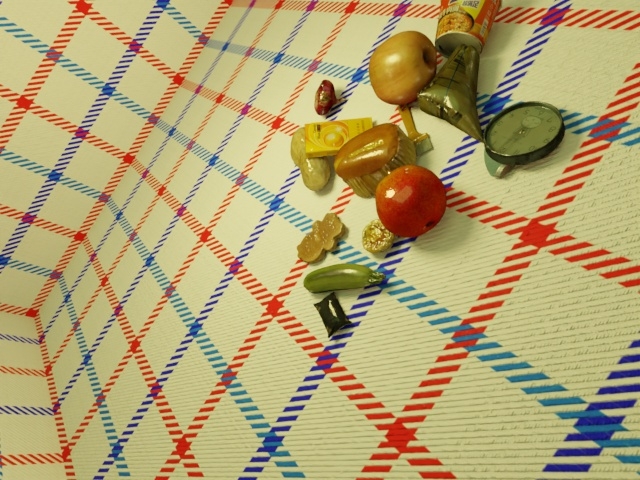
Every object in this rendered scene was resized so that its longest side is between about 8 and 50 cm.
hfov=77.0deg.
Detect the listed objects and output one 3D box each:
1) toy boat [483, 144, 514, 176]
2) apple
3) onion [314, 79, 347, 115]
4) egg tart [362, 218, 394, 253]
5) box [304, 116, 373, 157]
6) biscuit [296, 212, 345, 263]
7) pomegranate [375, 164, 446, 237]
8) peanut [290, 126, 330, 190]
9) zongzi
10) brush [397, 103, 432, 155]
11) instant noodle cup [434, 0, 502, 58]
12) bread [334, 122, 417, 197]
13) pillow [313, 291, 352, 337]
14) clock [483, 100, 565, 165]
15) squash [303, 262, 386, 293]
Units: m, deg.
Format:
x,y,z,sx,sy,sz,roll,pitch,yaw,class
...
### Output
x,y,z,sx,sy,sz,roll,pitch,yaw,class
0.529,-0.244,1.223,0.096,0.034,0.122,-47,39,7,toy boat
0.303,-0.616,1.435,0.241,0.242,0.242,10,75,59,apple
0.045,-0.614,1.745,0.150,0.140,0.150,-172,90,-82,onion
0.199,-0.014,1.356,0.130,0.052,0.131,-18,59,33,egg tart
0.073,-0.403,1.567,0.269,0.043,0.153,-5,61,3,box
0.000,0.000,1.521,0.225,0.036,0.166,-49,47,13,biscuit
0.269,-0.133,1.257,0.221,0.221,0.257,-43,42,15,pomegranate
-0.042,-0.336,1.652,0.149,0.149,0.313,-36,56,20,peanut
0.496,-0.482,1.313,0.289,0.123,0.260,40,91,29,zongzi
0.327,-0.410,1.469,0.103,0.013,0.272,-26,55,26,brush
0.492,-0.739,1.378,0.213,0.213,0.174,13,85,42,instant noodle cup
0.180,-0.288,1.422,0.288,0.156,0.204,-16,58,39,bread
0.038,0.246,1.363,0.090,0.048,0.150,-44,46,17,pillow
0.586,-0.315,1.171,0.214,0.042,0.215,-18,51,24,clock
0.075,0.122,1.368,0.340,0.094,0.095,-11,63,38,squash
